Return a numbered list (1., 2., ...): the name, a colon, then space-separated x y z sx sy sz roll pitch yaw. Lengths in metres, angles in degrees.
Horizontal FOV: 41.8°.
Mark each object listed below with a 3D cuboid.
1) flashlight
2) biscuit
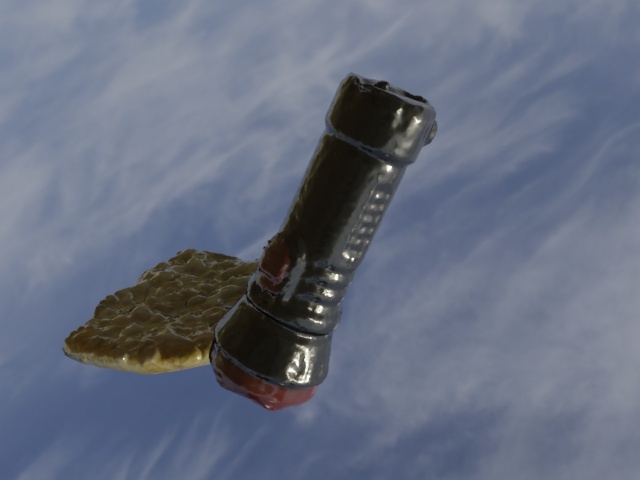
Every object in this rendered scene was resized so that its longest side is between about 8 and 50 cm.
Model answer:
1. flashlight: 0.000 0.000 0.570 0.093 0.231 0.093 21 -162 -7
2. biscuit: -0.097 0.056 0.748 0.266 0.040 0.188 -15 -155 -19
